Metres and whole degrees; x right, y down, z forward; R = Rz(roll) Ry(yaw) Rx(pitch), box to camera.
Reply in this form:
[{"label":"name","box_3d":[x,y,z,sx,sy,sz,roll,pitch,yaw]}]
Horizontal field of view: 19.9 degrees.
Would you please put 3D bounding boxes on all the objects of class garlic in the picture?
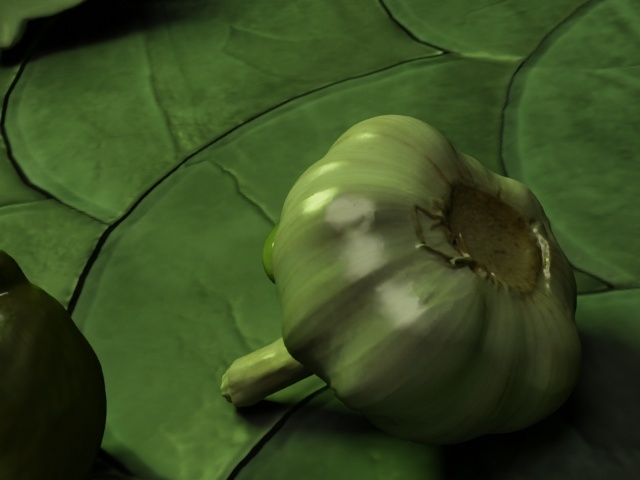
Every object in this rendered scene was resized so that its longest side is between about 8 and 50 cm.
[{"label":"garlic","box_3d":[0.026,0.055,1.056,0.226,0.199,0.199,-38,26,33]}]

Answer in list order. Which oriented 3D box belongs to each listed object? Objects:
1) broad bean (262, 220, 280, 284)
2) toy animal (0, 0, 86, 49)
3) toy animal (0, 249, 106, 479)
[{"label":"broad bean","box_3d":[0.000,0.000,1.195,0.083,0.045,0.063,-26,49,4]},{"label":"toy animal","box_3d":[-0.257,-0.300,1.567,0.272,0.206,0.265,-1,30,-1]},{"label":"toy animal","box_3d":[-0.256,0.162,0.984,0.181,0.180,0.363,-9,33,39]}]
